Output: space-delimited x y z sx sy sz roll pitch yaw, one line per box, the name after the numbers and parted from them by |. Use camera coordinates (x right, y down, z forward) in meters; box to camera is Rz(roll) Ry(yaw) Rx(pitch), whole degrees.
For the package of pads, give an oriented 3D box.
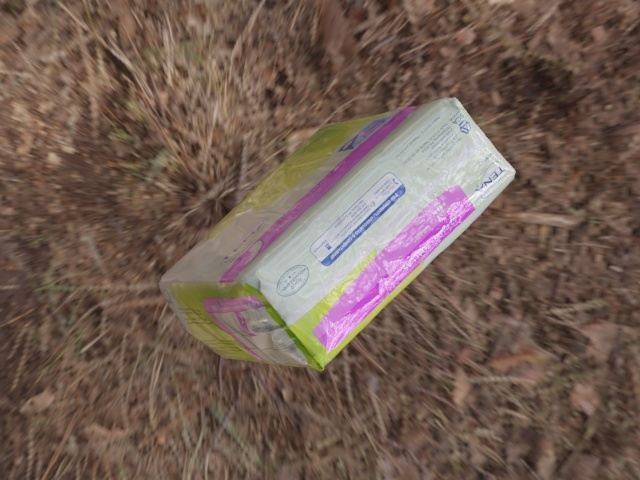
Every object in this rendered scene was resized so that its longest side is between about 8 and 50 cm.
0.000 0.000 1.367 0.229 0.296 0.101 -44 102 -14 | package of pads
